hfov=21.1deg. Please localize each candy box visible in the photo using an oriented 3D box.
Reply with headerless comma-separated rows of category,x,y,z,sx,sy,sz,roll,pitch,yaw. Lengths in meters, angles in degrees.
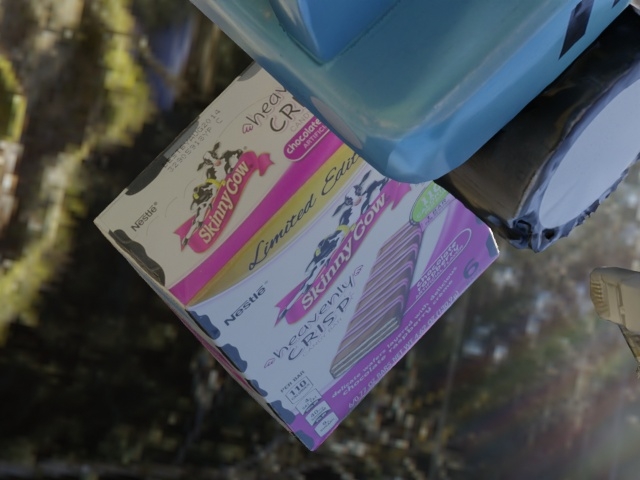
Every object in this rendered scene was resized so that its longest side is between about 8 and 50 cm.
candy box,0.000,0.000,0.872,0.159,0.071,0.233,-46,153,-6

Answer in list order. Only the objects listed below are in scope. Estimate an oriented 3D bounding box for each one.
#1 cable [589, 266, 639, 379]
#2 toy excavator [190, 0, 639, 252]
cable,0.242,0.048,0.507,0.257,0.257,0.089,3,-117,58
toy excavator,0.003,-0.157,0.561,0.433,0.222,0.445,-43,157,-6
